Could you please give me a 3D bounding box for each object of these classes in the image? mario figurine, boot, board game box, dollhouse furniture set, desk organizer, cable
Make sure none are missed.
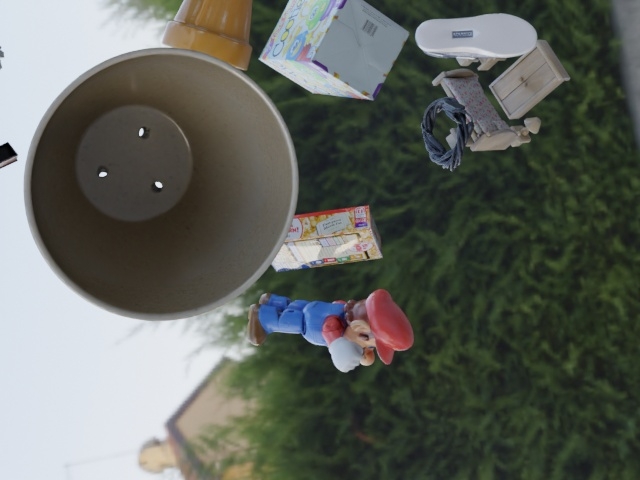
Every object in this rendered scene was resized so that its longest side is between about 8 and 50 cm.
[{"bbox_3d":[0.024,0.191,1.844,0.170,0.321,0.198,72,-152,-48],"label":"mario figurine"},{"bbox_3d":[0.250,-0.324,1.513,0.086,0.190,0.069,-7,-76,-78],"label":"boot"},{"bbox_3d":[0.000,0.000,1.606,0.147,0.193,0.045,63,-158,-67],"label":"board game box"},{"bbox_3d":[0.017,-0.360,1.756,0.142,0.144,0.275,-62,25,-1],"label":"board game box"},{"bbox_3d":[0.391,-0.381,2.178,0.355,0.174,0.303,-10,-115,-47],"label":"dollhouse furniture set"},{"bbox_3d":[-0.735,-0.174,2.078,0.047,0.130,0.050,61,156,-2],"label":"desk organizer"},{"bbox_3d":[0.277,-0.235,2.069,0.184,0.047,0.150,-138,48,-59],"label":"cable"}]

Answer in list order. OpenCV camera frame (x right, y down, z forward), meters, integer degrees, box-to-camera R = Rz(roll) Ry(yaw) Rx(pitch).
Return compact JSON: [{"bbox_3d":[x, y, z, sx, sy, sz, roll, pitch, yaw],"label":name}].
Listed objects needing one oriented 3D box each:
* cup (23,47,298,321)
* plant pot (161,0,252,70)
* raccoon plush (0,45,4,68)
[{"bbox_3d":[-0.221,-0.086,1.230,0.237,0.331,0.331,-149,44,-66],"label":"cup"},{"bbox_3d":[-0.240,-0.510,2.164,0.205,0.205,0.188,-84,11,-81],"label":"plant pot"},{"bbox_3d":[-0.625,-0.340,1.185,0.299,0.446,0.216,-112,43,-71],"label":"raccoon plush"}]
